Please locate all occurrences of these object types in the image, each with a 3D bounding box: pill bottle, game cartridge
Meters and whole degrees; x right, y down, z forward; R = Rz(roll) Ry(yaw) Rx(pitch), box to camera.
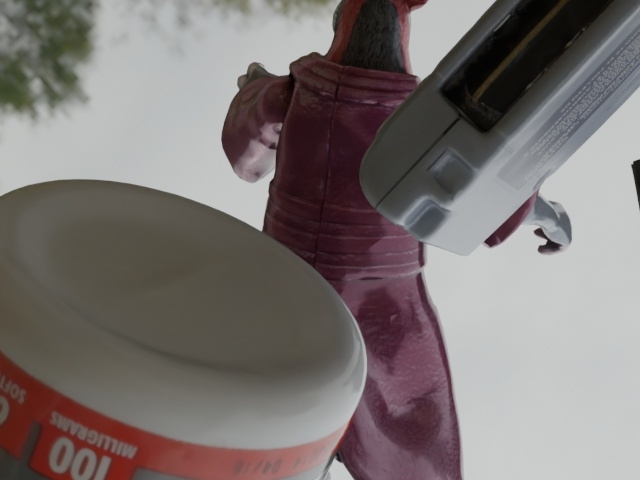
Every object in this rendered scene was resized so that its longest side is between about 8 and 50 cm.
[{"bbox_3d":[-0.132,0.169,0.946,0.210,0.210,0.363,-109,-143,-60],"label":"pill bottle"},{"bbox_3d":[0.144,-0.115,0.881,0.294,0.060,0.196,-47,165,6],"label":"game cartridge"}]

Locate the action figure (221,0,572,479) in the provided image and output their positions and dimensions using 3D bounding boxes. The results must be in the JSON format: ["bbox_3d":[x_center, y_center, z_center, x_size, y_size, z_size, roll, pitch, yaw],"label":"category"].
[{"bbox_3d":[0.000,0.000,1.108,0.248,0.370,0.276,10,-166,25],"label":"action figure"}]

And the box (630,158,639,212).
[{"bbox_3d":[0.366,0.020,1.302,0.216,0.270,0.060,-17,-140,17],"label":"box"}]
